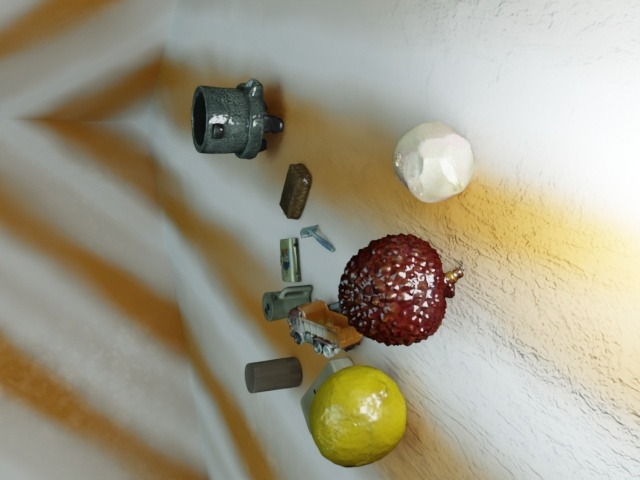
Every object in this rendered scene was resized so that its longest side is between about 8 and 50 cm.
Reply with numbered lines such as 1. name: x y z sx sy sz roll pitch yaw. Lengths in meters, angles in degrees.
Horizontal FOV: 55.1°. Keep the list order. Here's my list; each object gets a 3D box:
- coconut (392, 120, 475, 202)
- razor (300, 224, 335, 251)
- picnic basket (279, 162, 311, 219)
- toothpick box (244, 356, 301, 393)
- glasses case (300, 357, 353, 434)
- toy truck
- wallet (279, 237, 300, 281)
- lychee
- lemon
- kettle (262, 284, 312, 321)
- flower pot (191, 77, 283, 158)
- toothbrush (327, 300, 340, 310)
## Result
1. coconut: 0.245 -0.161 1.312 0.183 0.171 0.171 -116 34 -50
2. razor: 0.000 0.000 1.940 0.135 0.068 0.040 40 131 40
3. picnic basket: -0.090 -0.164 2.080 0.110 0.055 0.193 59 144 41
4. toothpick box: -0.168 0.478 2.181 0.111 0.181 0.111 8 99 63
5. glasses case: 0.028 0.493 1.923 0.313 0.070 0.131 -60 42 47
6. toy truck: 0.008 0.264 1.857 0.270 0.114 0.135 11 111 53
7. wallet: -0.112 0.070 2.168 0.110 0.039 0.155 -6 87 61
8. lychee: 0.182 0.113 1.396 0.264 0.300 0.264 -16 -90 -75
9. lemon: 0.091 0.461 1.602 0.253 0.253 0.310 65 145 34
10. kettle: -0.112 0.204 2.072 0.098 0.148 0.127 -154 62 -61
11. flower pot: -0.299 -0.442 2.207 0.299 0.283 0.299 179 90 -65
12. toothbrush: 0.085 0.186 1.823 0.342 0.025 0.030 -23 79 61
